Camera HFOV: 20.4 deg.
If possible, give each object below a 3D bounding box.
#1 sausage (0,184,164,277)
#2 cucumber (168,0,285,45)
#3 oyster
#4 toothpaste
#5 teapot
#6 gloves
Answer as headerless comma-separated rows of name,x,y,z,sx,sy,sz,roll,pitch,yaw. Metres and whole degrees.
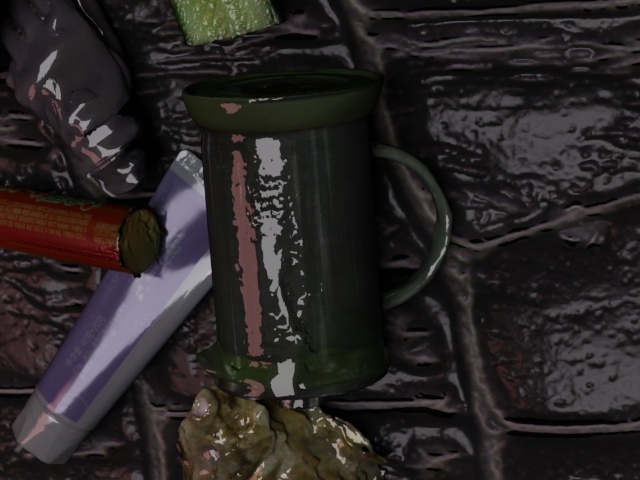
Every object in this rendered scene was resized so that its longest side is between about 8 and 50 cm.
sausage,-0.299,-0.017,1.919,0.264,0.083,0.083,10,105,29
cucumber,-0.121,-0.320,1.822,0.115,0.063,0.244,-20,95,29
oyster,-0.034,0.292,1.893,0.238,0.115,0.351,-25,109,21
toothpaste,-0.207,0.084,1.932,0.125,0.080,0.371,39,105,12
teapot,0.000,0.000,1.799,0.270,0.200,0.337,-6,103,-13
gloves,-0.260,-0.182,1.884,0.142,0.119,0.285,-35,86,-10
